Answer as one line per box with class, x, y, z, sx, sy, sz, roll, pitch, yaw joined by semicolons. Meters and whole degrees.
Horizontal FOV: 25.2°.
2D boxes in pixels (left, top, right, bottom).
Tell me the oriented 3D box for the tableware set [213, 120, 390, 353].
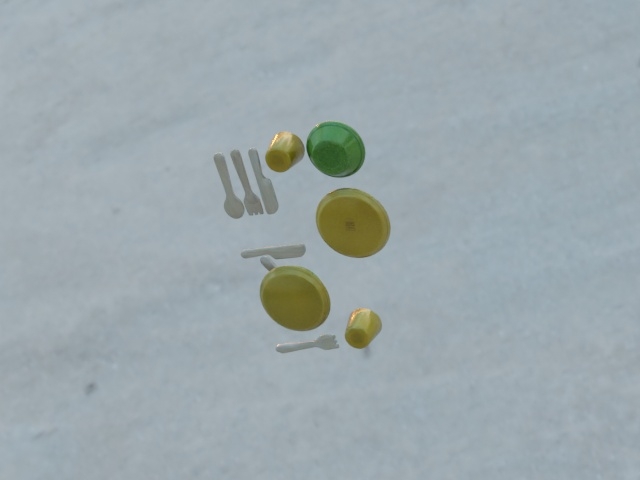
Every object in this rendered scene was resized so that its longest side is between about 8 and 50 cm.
tableware set;0.000;0.000;0.897;0.104;0.154;0.024;-7;24;24
